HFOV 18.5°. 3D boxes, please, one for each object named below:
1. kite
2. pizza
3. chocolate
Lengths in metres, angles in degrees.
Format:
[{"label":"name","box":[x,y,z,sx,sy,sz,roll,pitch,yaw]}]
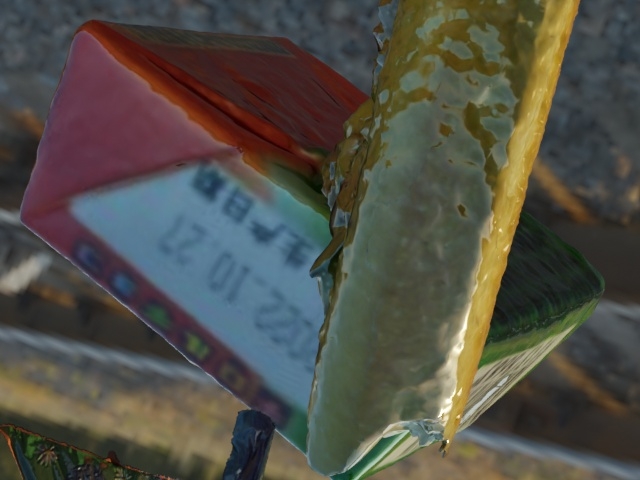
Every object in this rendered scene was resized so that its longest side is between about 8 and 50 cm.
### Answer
[{"label":"kite","box":[-0.076,0.209,1.149,0.321,0.234,0.016,24,165,-39]},{"label":"pizza","box":[0.059,-0.082,0.754,0.087,0.258,0.268,15,130,0]},{"label":"chocolate","box":[0.000,0.000,1.401,0.341,0.161,0.360,38,-165,14]}]
